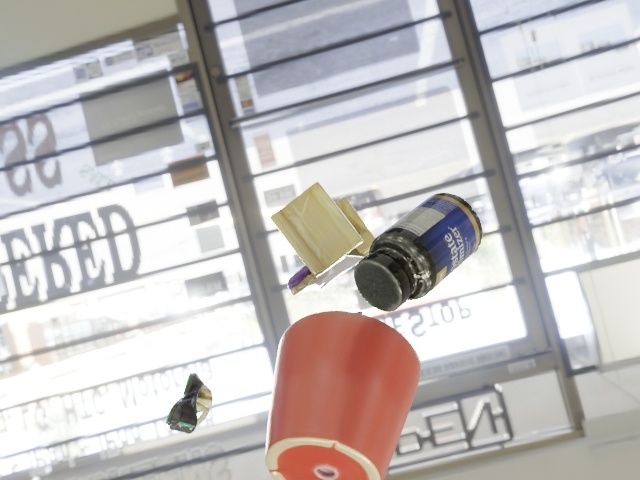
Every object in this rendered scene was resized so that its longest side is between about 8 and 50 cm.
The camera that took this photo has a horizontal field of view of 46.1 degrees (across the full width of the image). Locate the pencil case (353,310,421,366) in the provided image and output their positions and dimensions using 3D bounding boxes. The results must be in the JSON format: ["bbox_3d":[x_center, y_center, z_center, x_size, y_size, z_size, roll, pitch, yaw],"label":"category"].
[{"bbox_3d":[0.122,0.223,1.552,0.095,0.098,0.209,1,-166,-29],"label":"pencil case"}]

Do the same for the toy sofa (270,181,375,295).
[{"bbox_3d":[0.000,0.000,1.591,0.177,0.150,0.362,-37,172,8],"label":"toy sofa"}]

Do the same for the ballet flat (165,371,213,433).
[{"bbox_3d":[-0.248,0.320,1.469,0.074,0.074,0.203,-14,-170,4],"label":"ballet flat"}]

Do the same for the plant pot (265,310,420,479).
[{"bbox_3d":[0.029,0.301,1.302,0.275,0.275,0.243,-16,-145,26],"label":"plant pot"}]

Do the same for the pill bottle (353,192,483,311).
[{"bbox_3d":[0.156,0.020,1.213,0.219,0.122,0.123,-36,-169,-37],"label":"pill bottle"}]
